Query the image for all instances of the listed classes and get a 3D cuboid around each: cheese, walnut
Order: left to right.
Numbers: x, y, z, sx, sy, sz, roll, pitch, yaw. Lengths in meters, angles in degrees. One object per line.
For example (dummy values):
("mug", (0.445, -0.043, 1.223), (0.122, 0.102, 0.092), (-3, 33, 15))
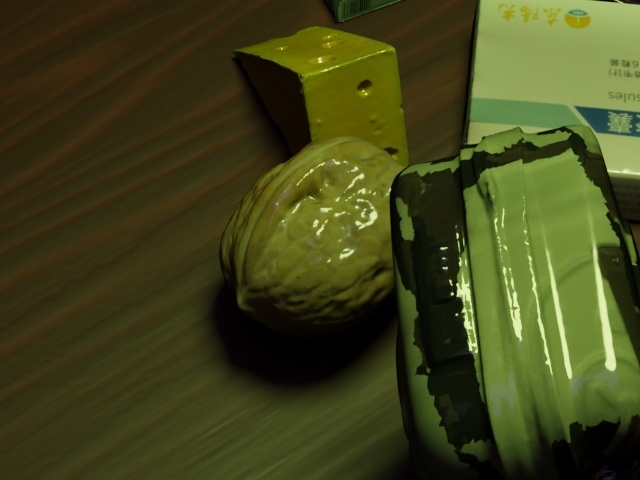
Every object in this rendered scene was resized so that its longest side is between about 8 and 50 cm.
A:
("cheese", (-0.004, -0.141, 1.731), (0.093, 0.126, 0.171), (-21, 38, -17))
("walnut", (0.000, 0.000, 1.580), (0.155, 0.155, 0.184), (36, 64, 22))

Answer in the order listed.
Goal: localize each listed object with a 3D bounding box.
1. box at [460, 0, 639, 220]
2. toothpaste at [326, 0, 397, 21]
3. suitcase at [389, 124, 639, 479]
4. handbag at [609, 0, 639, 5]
("box", (0.299, -0.112, 1.713), (0.343, 0.065, 0.200), (6, 55, 3))
("toothpaste", (0.080, -0.253, 1.828), (0.164, 0.034, 0.046), (-21, 58, -15))
("suitcase", (0.154, 0.130, 1.372), (0.194, 0.351, 0.339), (-13, 55, 11))
("handbag", (0.326, -0.299, 1.842), (0.216, 0.074, 0.203), (27, 59, 15))
